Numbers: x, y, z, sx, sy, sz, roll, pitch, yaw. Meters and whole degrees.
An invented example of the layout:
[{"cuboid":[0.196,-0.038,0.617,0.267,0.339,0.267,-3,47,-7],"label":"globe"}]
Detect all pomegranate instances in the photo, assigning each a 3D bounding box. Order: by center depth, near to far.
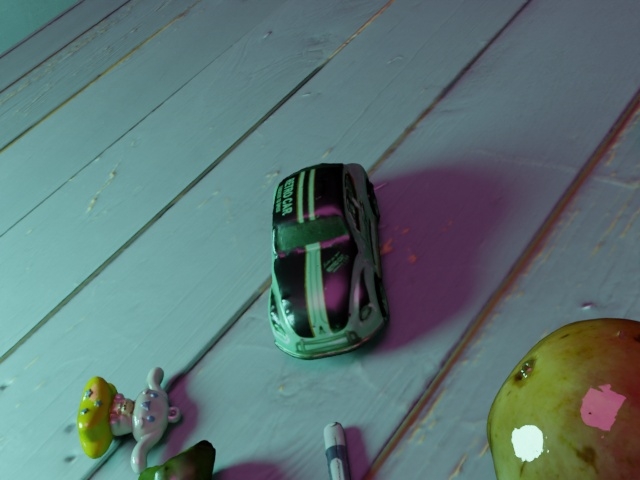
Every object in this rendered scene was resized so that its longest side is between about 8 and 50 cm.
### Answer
[{"cuboid":[0.228,0.156,0.553,0.191,0.191,0.191,-13,41,12],"label":"pomegranate"}]

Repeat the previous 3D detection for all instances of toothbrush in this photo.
[{"cuboid":[0.029,0.282,0.635,0.024,0.026,0.288,-12,40,2],"label":"toothbrush"}]

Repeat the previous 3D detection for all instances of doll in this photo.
[{"cuboid":[-0.217,0.209,0.812,0.113,0.072,0.135,-16,43,-20],"label":"doll"}]

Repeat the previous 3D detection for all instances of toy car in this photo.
[{"cuboid":[0.000,0.000,0.879,0.136,0.125,0.306,-13,40,12],"label":"toy car"}]

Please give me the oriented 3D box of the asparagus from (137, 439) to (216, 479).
[{"cuboid":[-0.159,0.335,0.630,0.085,0.082,0.343,18,46,-8],"label":"asparagus"}]
